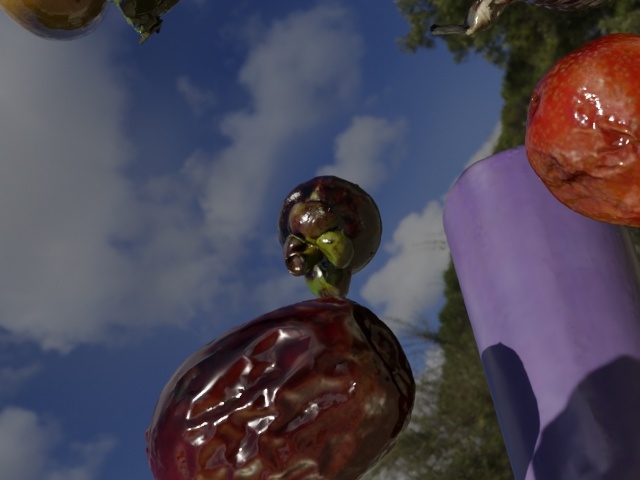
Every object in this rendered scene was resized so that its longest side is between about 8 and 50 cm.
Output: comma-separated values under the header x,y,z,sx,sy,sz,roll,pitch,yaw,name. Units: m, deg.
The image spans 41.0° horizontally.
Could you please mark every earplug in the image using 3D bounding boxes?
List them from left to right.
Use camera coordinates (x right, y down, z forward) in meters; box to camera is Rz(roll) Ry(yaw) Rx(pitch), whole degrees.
x,y,z,sx,sy,sz,roll,pitch,yaw,name
0.268,0.117,0.919,0.215,0.215,0.456,97,172,-47,earplug

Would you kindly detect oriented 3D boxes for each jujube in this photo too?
x,y,z,sx,sy,sz,roll,pitch,yaw,name
-0.041,0.158,0.759,0.243,0.183,0.183,-35,-17,20,jujube

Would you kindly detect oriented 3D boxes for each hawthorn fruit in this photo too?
x,y,z,sx,sy,sz,roll,pitch,yaw,name
0.269,-0.091,0.763,0.173,0.179,0.173,-21,-24,-10,hawthorn fruit

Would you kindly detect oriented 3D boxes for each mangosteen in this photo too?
x,y,z,sx,sy,sz,roll,pitch,yaw,name
0.008,-0.004,1.282,0.172,0.172,0.184,65,-144,-64,mangosteen

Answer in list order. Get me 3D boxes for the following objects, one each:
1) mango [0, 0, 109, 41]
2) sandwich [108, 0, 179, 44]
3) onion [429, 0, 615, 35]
x,y,z,sx,sy,sz,roll,pitch,yaw,name
-0.378,-0.384,1.190,0.173,0.211,0.317,-21,6,-8,mango
-0.194,-0.385,0.931,0.292,0.212,0.109,-44,-1,22,sandwich
0.291,-0.371,1.006,0.256,0.230,0.272,-29,-44,-21,onion
